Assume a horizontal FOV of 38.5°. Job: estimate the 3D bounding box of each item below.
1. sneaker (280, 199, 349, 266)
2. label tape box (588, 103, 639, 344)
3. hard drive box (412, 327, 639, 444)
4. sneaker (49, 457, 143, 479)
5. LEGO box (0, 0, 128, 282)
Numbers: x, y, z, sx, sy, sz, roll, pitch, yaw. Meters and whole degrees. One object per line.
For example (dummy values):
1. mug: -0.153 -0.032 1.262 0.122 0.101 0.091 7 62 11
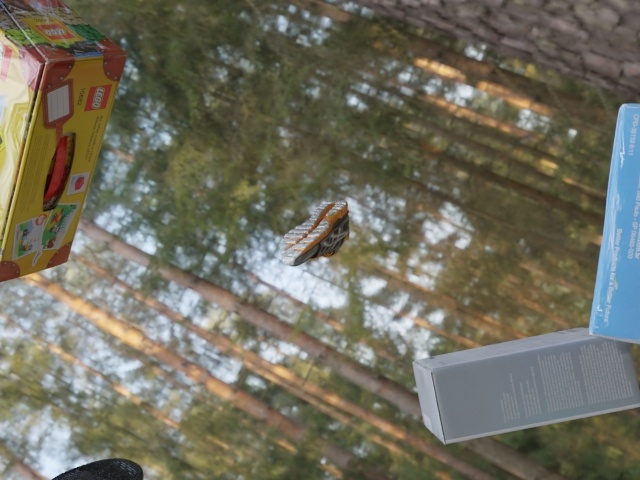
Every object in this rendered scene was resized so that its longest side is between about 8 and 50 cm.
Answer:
1. sneaker: 0.000 0.000 1.754 0.215 0.084 0.083 -41 -55 -46
2. label tape box: 0.471 0.002 0.931 0.115 0.348 0.249 8 -90 -68
3. hard drive box: 0.241 0.172 1.118 0.181 0.232 0.089 91 169 -86
4. sneaker: -0.353 0.442 1.258 0.296 0.124 0.178 -31 -52 -46
5. LEGO box: -0.625 -0.233 1.797 0.193 0.372 0.500 -21 -36 -51
